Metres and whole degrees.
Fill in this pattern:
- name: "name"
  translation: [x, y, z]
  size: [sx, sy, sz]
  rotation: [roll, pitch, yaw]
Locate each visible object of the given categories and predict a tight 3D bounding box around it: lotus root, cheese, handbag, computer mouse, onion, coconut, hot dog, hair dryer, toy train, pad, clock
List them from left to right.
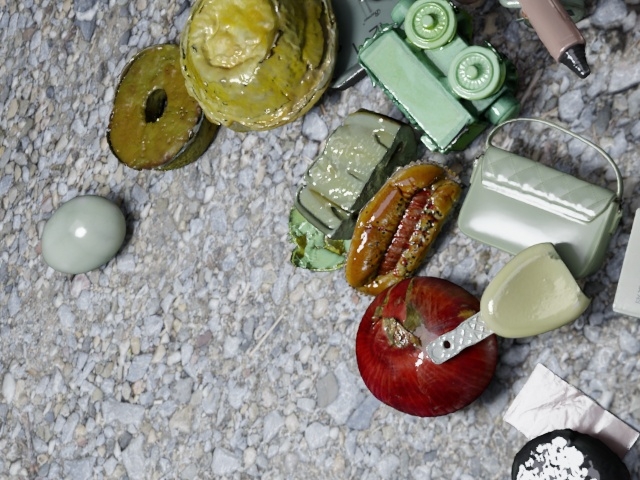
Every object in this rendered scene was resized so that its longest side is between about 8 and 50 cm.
- name: "coconut"
  translation: [0.002, -0.002, 1.640]
  size: [0.158, 0.055, 0.133]
  rotation: [43, 104, 26]
- name: "lotus root"
  translation: [0.069, -0.112, 1.566]
  size: [0.119, 0.138, 0.235]
  rotation: [38, 94, 36]
- name: "clock"
  translation: [0.074, -0.451, 1.660]
  size: [0.273, 0.049, 0.279]
  rotation: [-34, 69, 23]
- name: "hot dog"
  translation: [0.132, -0.021, 1.526]
  size: [0.268, 0.144, 0.075]
  rotation: [-59, 23, 17]
- name: "onion"
  translation: [0.165, 0.176, 1.470]
  size: [0.248, 0.161, 0.248]
  rotation: [9, 107, 31]
- name: "toy train"
  translation: [0.202, -0.278, 1.492]
  size: [0.188, 0.159, 0.272]
  rotation: [-45, 77, 19]
- name: "cheese"
  translation: [0.272, 0.112, 1.357]
  size: [0.251, 0.054, 0.127]
  rotation: [-34, 83, 10]
- name: "hair dryer"
  translation: [0.310, -0.371, 1.376]
  size: [0.189, 0.106, 0.344]
  rotation: [-42, 58, 33]
- name: "handbag"
  translation: [0.352, -0.074, 1.413]
  size: [0.256, 0.079, 0.219]
  rotation: [26, 108, 30]
- name: "computer mouse"
  translation: [0.364, 0.442, 1.332]
  size: [0.183, 0.116, 0.323]
  rotation: [2, 78, 32]
- name: "pad"
  translation: [0.387, 0.289, 1.403]
  size: [0.187, 0.006, 0.113]
  rotation: [36, 103, 31]

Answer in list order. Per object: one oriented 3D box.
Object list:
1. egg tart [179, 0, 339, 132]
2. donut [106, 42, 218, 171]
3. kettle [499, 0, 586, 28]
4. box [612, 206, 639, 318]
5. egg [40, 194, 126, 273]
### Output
- name: "egg tart"
  translation: [-0.135, -0.372, 1.658]
  size: [0.345, 0.132, 0.345]
  rotation: [-4, 82, 26]
- name: "donut"
  translation: [-0.312, -0.264, 1.841]
  size: [0.272, 0.107, 0.272]
  rotation: [-6, 77, 26]
- name: "kettle"
  translation: [0.364, -0.425, 1.465]
  size: [0.127, 0.098, 0.148]
  rotation: [-21, 69, 56]
- name: "box"
  translation: [0.569, 0.057, 1.287]
  size: [0.259, 0.071, 0.168]
  rotation: [15, 92, 31]
- name: "egg"
  translation: [-0.501, -0.009, 1.886]
  size: [0.209, 0.151, 0.151]
  rotation: [-32, 68, 24]
